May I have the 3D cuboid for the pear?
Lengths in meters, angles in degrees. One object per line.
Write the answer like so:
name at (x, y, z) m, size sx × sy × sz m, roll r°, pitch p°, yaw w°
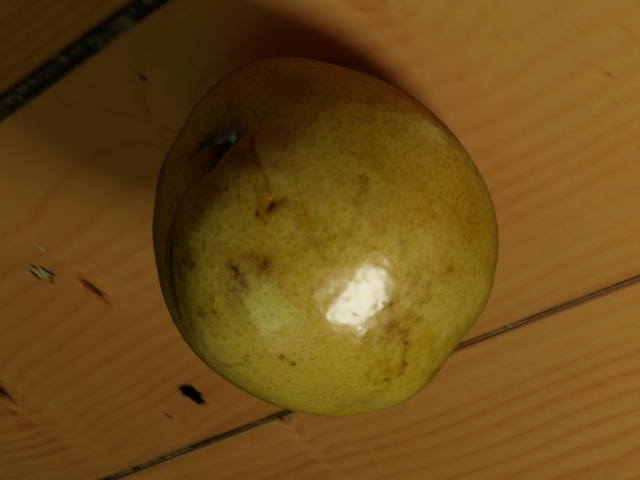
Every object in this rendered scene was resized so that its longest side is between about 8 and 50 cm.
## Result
pear at (0.000, 0.000, 1.607) m, size 0.314 × 0.314 × 0.314 m, roll 16°, pitch 143°, yaw 12°
